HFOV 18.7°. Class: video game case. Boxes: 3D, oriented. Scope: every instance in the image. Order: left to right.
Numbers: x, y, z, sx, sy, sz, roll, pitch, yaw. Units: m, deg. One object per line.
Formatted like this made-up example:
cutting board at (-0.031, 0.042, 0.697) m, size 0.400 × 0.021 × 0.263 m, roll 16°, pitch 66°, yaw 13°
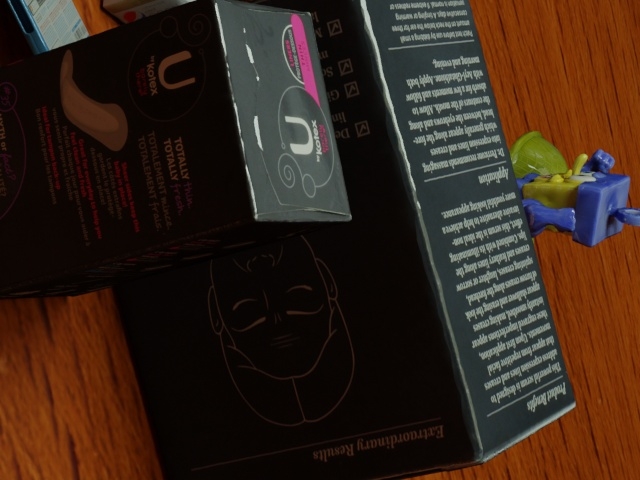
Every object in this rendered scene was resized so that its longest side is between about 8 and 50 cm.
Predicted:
video game case at (-0.237, -0.218, 1.553) m, size 0.119 × 0.015 × 0.166 m, roll -77°, pitch 144°, yaw -67°

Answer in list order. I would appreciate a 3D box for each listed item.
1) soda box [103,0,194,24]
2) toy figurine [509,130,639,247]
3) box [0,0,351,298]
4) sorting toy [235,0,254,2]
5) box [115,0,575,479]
soda box at (-0.140, -0.291, 1.728) m, size 0.069 × 0.074 × 0.216 m, roll 35°, pitch 48°, yaw -50°
toy figurine at (0.263, -0.015, 2.112) m, size 0.362 × 0.217 × 0.191 m, roll -16°, pitch 108°, yaw -62°
box at (-0.136, -0.061, 1.428) m, size 0.143 × 0.270 × 0.165 m, roll -1°, pitch 78°, yaw -60°
sorting toy at (-0.038, -0.187, 1.894) m, size 0.193 × 0.038 × 0.208 m, roll -25°, pitch 99°, yaw -60°
box at (0.000, 0.000, 1.614) m, size 0.212 × 0.293 × 0.395 m, roll -15°, pitch 91°, yaw -61°
